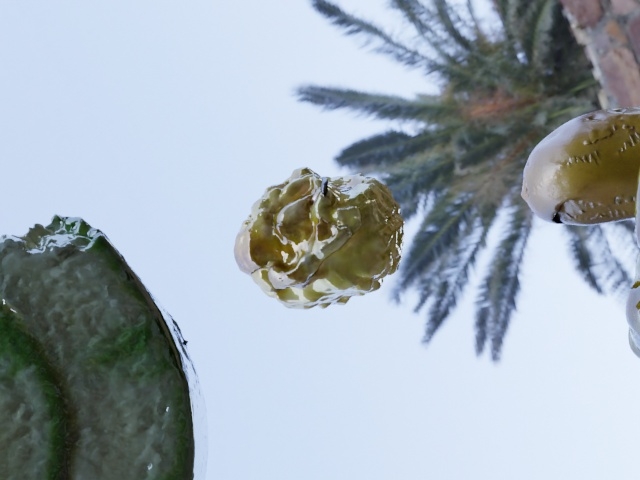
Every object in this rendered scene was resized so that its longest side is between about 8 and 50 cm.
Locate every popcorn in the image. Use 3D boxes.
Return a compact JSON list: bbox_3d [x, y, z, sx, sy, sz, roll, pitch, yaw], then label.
[{"bbox_3d":[0.000,0.000,0.980,0.180,0.180,0.170,-61,-37,-39],"label":"popcorn"}]

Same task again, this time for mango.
[{"bbox_3d":[0.388,-0.102,1.267,0.156,0.248,0.151,1,-103,-61],"label":"mango"}]

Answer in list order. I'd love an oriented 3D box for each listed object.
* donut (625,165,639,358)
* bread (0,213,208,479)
[{"bbox_3d":[0.416,0.011,1.072,0.208,0.128,0.262,37,-119,-66],"label":"donut"},{"bbox_3d":[-0.271,0.153,0.738,0.366,0.129,0.382,22,-101,4],"label":"bread"}]
